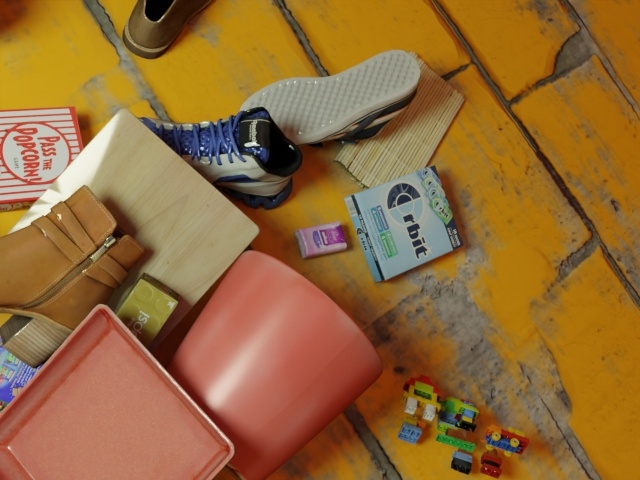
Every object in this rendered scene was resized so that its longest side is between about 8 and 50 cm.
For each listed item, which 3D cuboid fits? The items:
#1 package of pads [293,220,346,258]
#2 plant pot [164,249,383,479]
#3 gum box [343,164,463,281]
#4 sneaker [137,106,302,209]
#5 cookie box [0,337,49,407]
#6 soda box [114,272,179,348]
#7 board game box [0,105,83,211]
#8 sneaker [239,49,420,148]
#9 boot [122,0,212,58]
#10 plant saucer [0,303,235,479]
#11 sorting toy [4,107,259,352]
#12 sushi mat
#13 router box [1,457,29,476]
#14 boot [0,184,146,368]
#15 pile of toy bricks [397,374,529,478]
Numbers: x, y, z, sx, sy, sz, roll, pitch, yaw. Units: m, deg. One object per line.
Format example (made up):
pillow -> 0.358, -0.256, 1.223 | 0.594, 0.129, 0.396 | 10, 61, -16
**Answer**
package of pads -> 0.000, 0.000, 1.354 | 0.083, 0.032, 0.050 | -11, 80, -28
plant pot -> -0.089, 0.189, 1.127 | 0.275, 0.275, 0.243 | 44, 72, -5
gum box -> 0.149, -0.032, 1.414 | 0.184, 0.041, 0.157 | -22, 93, -28
sneaker -> -0.162, -0.149, 1.247 | 0.315, 0.182, 0.128 | 9, 67, -22
cookie box -> -0.402, 0.186, 1.098 | 0.107, 0.040, 0.092 | 28, 62, -13
soda box -> -0.268, 0.136, 1.097 | 0.061, 0.058, 0.181 | 34, 90, -11
board game box -> -0.448, -0.118, 1.183 | 0.193, 0.045, 0.147 | -9, 76, -27
sneaker -> 0.020, -0.223, 1.402 | 0.321, 0.127, 0.126 | -17, 72, -3
boot -> -0.229, -0.449, 1.364 | 0.112, 0.115, 0.305 | 28, 62, -11
plant saucer -> -0.266, 0.258, 1.000 | 0.259, 0.048, 0.258 | 43, 93, 16
sorting toy -> -0.267, -0.009, 1.156 | 0.255, 0.089, 0.257 | 42, 89, -10
sushi mat -> 0.154, -0.209, 1.508 | 0.151, 0.019, 0.317 | 38, 61, -9
router box -> -0.368, 0.344, 1.058 | 0.092, 0.038, 0.123 | -3, 74, -25
boot -> -0.369, 0.012, 1.009 | 0.220, 0.109, 0.283 | -47, 124, -8
pile of toy bricks -> 0.226, 0.297, 1.326 | 0.212, 0.118, 0.105 | 20, 35, 0
